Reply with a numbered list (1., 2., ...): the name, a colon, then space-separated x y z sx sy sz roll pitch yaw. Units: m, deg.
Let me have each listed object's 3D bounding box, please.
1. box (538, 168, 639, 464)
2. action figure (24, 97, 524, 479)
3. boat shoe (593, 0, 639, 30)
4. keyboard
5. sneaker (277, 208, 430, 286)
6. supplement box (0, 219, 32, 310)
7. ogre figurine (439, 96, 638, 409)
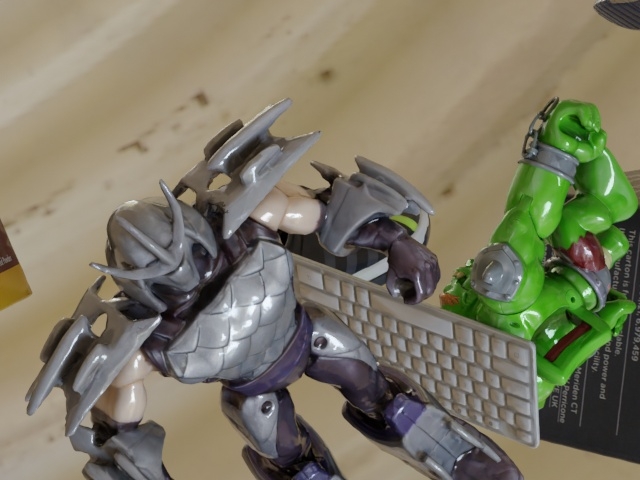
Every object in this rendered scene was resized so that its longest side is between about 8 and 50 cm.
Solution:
1. box: 0.394 0.074 1.325 0.395 0.293 0.212 10 -79 33
2. action figure: -0.014 0.056 0.705 0.099 0.185 0.285 48 -1 39
3. boat shoe: 0.372 -0.282 1.780 0.066 0.066 0.183 29 -12 -19
4. keyboard: 0.022 0.051 0.944 0.256 0.014 0.072 19 -45 37
5. sneaker: 0.000 0.000 1.240 0.084 0.235 0.097 -6 -68 44
6. supplement box: -0.295 -0.017 0.862 0.129 0.191 0.194 -39 108 -74
7. ogre figurine: 0.130 0.021 0.905 0.097 0.118 0.197 33 -27 13
